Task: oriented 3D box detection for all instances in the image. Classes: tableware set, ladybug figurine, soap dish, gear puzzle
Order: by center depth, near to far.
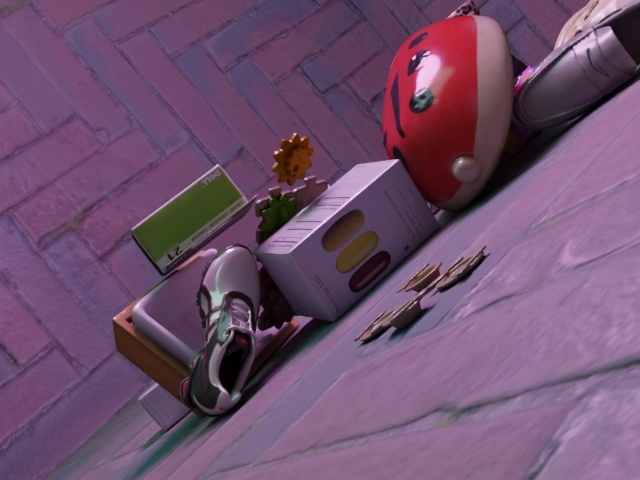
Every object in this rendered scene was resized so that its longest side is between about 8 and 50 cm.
[{"bbox_3d":[0.107,0.059,1.022,0.141,0.020,0.169,-40,3,-22],"label":"tableware set"},{"bbox_3d":[-0.032,-0.015,1.528,0.176,0.338,0.044,-20,30,-40],"label":"gear puzzle"},{"bbox_3d":[0.201,-0.224,1.529,0.449,0.162,0.305,-89,15,-60],"label":"ladybug figurine"},{"bbox_3d":[-0.196,0.156,1.581,0.118,0.229,0.291,-58,-8,33],"label":"soap dish"}]

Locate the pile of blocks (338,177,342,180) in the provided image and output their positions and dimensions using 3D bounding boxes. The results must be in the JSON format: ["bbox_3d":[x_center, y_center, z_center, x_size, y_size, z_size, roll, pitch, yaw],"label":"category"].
[{"bbox_3d":[0.118,-0.086,2.006,0.113,0.148,0.362,-19,8,7],"label":"pile of blocks"}]

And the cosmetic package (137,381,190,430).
[{"bbox_3d":[-0.232,0.254,1.755,0.231,0.085,0.117,-41,3,-7],"label":"cosmetic package"}]

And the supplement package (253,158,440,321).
[{"bbox_3d":[0.042,-0.002,1.452,0.244,0.139,0.134,-41,18,-22],"label":"supplement package"}]

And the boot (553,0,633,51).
[{"bbox_3d":[0.568,-0.411,1.727,0.262,0.095,0.203,-51,19,-6],"label":"boot"}]

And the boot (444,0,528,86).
[{"bbox_3d":[0.320,-0.345,2.064,0.138,0.284,0.377,-41,4,-28],"label":"boot"}]

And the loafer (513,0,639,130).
[{"bbox_3d":[0.429,-0.281,1.375,0.319,0.112,0.111,-38,-6,7],"label":"loafer"}]

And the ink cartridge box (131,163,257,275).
[{"bbox_3d":[-0.211,-0.038,1.512,0.189,0.097,0.255,-38,2,-12],"label":"ink cartridge box"}]

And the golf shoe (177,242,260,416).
[{"bbox_3d":[-0.128,0.131,1.383,0.120,0.105,0.272,-19,58,56],"label":"golf shoe"}]

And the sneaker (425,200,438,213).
[{"bbox_3d":[0.216,-0.146,1.796,0.366,0.135,0.150,-40,5,-35],"label":"sneaker"}]

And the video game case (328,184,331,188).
[{"bbox_3d":[0.000,0.000,1.830,0.183,0.023,0.201,-54,38,11],"label":"video game case"}]

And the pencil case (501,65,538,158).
[{"bbox_3d":[0.364,-0.236,1.658,0.104,0.104,0.236,-37,4,45],"label":"pencil case"}]
